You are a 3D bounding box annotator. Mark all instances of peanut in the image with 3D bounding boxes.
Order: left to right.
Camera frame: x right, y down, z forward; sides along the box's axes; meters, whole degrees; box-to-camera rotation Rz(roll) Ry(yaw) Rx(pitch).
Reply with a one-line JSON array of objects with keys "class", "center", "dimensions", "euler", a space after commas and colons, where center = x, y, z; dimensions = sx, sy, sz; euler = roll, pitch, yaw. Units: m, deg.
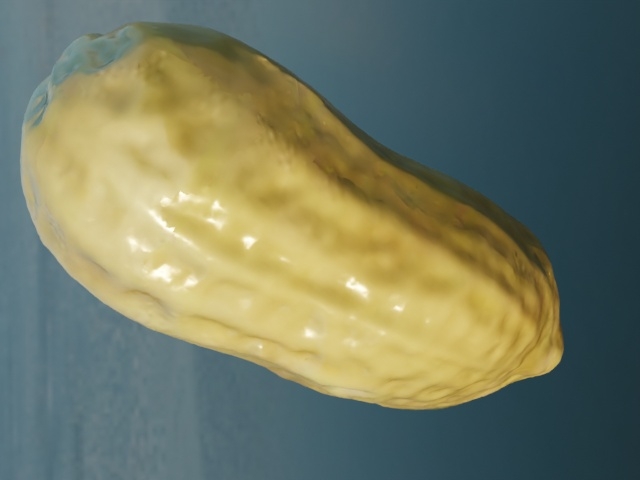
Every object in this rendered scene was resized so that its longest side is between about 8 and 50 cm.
[{"class": "peanut", "center": [0.000, 0.000, 0.645], "dimensions": [0.147, 0.305, 0.147], "euler": [-43, 33, 37]}]
